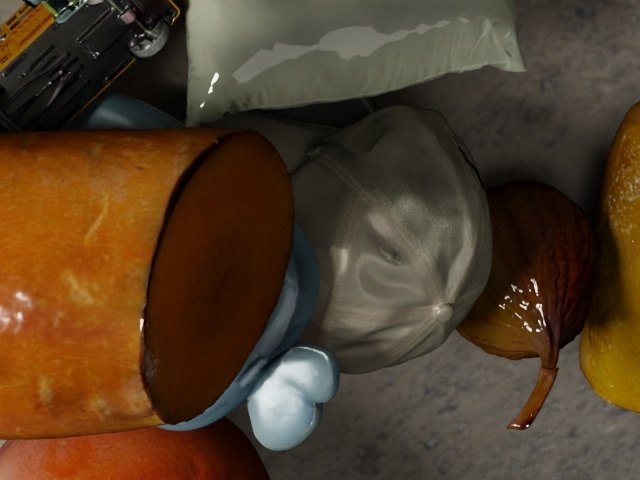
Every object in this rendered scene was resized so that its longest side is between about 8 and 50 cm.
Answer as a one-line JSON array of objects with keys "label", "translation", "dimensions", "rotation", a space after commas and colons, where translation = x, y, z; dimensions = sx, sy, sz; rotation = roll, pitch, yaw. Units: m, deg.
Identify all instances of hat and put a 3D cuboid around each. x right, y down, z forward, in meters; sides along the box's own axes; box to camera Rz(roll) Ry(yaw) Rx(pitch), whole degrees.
[{"label": "hat", "translation": [-0.008, -0.003, 1.335], "dimensions": [0.275, 0.161, 0.232], "rotation": [11, 115, -12]}]

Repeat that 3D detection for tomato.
[{"label": "tomato", "translation": [-0.147, 0.237, 1.404], "dimensions": [0.256, 0.224, 0.256], "rotation": [-13, 125, -19]}]

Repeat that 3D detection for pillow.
[{"label": "pillow", "translation": [0.016, -0.168, 1.277], "dimensions": [0.254, 0.078, 0.144], "rotation": [-11, 96, -14]}]

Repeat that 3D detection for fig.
[{"label": "fig", "translation": [0.162, 0.049, 1.424], "dimensions": [0.134, 0.201, 0.146], "rotation": [-23, 123, 7]}]

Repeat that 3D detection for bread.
[{"label": "bread", "translation": [0.383, 0.018, 1.523], "dimensions": [0.328, 0.148, 0.337], "rotation": [-6, 124, -19]}]

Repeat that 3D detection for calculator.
[{"label": "calculator", "translation": [-0.110, 0.023, 1.275], "dimensions": [0.303, 0.042, 0.188], "rotation": [42, 106, 7]}]

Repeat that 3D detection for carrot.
[{"label": "carrot", "translation": [-0.195, 0.032, 1.155], "dimensions": [0.331, 0.214, 0.193], "rotation": [2, 134, 9]}]

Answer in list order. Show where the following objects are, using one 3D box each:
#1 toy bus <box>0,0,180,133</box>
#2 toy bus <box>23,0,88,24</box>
[{"label": "toy bus", "translation": [-0.178, -0.126, 1.228], "dimensions": [0.162, 0.074, 0.069], "rotation": [-43, 132, 1]}, {"label": "toy bus", "translation": [-0.197, -0.226, 1.137], "dimensions": [0.088, 0.101, 0.175], "rotation": [-39, 134, 9]}]
